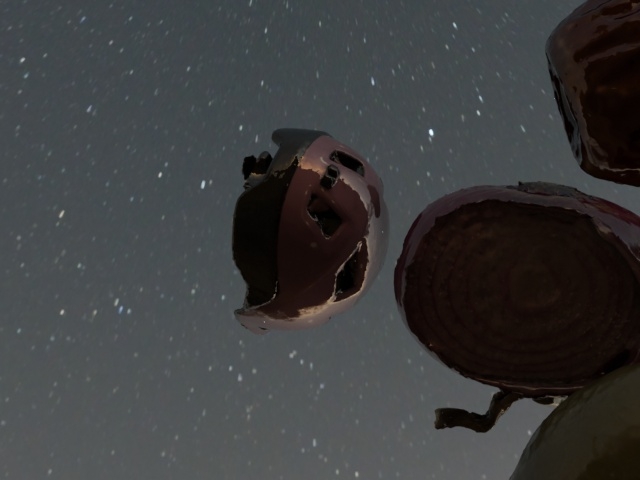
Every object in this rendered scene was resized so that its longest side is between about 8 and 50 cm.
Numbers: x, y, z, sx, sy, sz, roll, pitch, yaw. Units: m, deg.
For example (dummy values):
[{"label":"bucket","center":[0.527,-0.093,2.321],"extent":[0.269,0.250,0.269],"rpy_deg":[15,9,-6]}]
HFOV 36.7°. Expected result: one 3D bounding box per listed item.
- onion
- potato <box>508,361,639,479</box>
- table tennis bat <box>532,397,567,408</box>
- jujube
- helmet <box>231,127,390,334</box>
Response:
[{"label":"onion","center":[0.168,0.034,0.748],"extent":[0.207,0.200,0.200],"rpy_deg":[-20,-65,24]},{"label":"potato","center":[0.198,0.143,0.508],"extent":[0.235,0.160,0.178],"rpy_deg":[-29,-23,24]},{"label":"table tennis bat","center":[0.293,0.186,1.065],"extent":[0.234,0.131,0.022],"rpy_deg":[24,-89,-48]},{"label":"jujube","center":[0.263,-0.100,0.545],"extent":[0.255,0.190,0.190],"rpy_deg":[-14,-65,7]},{"label":"helmet","center":[0.000,0.000,1.013],"extent":[0.154,0.198,0.253],"rpy_deg":[9,-36,23]}]
